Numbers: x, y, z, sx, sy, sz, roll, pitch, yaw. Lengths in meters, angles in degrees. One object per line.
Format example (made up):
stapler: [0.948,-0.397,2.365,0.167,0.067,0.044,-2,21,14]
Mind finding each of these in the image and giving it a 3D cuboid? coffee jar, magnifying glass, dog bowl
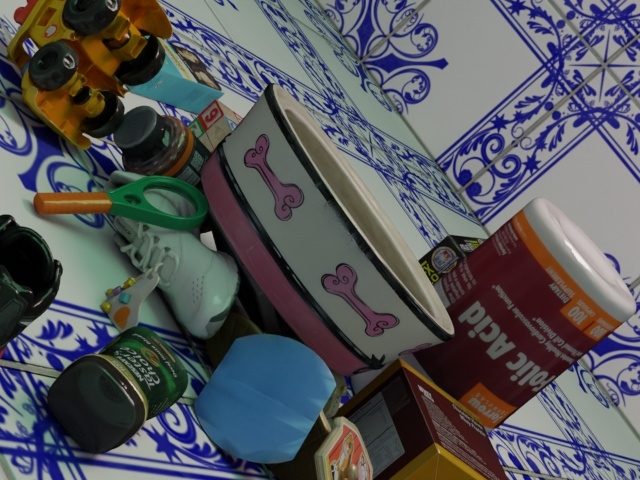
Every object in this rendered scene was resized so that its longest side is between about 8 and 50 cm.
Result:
coffee jar: [-0.205,0.151,1.562,0.096,0.079,0.184,49,15,1]
magnifying glass: [-0.240,-0.045,1.875,0.231,0.026,0.092,0,38,-38]
dog bowl: [0.000,0.000,2.011,0.408,0.150,0.408,53,9,-11]

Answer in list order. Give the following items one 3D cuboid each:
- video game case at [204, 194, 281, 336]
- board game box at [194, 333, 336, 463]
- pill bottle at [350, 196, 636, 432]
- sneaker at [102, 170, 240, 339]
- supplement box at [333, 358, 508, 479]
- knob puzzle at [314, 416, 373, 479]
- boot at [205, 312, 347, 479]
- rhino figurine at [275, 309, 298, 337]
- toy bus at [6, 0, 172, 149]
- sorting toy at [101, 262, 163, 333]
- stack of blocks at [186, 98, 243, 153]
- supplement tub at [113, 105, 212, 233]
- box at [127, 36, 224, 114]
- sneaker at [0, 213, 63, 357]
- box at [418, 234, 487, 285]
video game case: [-0.102,0.051,2.048,0.173,0.022,0.190,58,-12,31]
board game box: [-0.066,0.189,1.797,0.133,0.169,0.033,26,-33,10]
pill bottle: [0.246,0.141,2.258,0.224,0.392,0.224,44,16,-15]
sneaker: [-0.196,0.018,1.927,0.129,0.111,0.297,21,22,-37]
supplement box: [0.143,0.300,2.079,0.191,0.129,0.194,38,18,-35]
knob puzzle: [0.042,0.297,1.790,0.213,0.030,0.213,-6,90,-74]
boot: [-0.019,0.213,1.920,0.262,0.095,0.203,53,14,26]
rhino figurine: [-0.026,0.095,2.229,0.106,0.073,0.243,50,13,-4]
toy bus: [-0.343,-0.257,2.057,0.211,0.220,0.149,22,-17,36]
sorting toy: [-0.211,0.058,1.784,0.045,0.075,0.083,45,15,-14]
stack of blocks: [-0.081,-0.086,2.499,0.297,0.087,0.171,32,22,-47]
supplement tub: [-0.201,-0.101,2.103,0.198,0.106,0.106,49,10,-45]
box: [-0.257,-0.279,2.536,0.100,0.060,0.244,53,16,18]
sneaker: [-0.304,0.030,1.478,0.097,0.135,0.276,42,14,-15]
box: [0.191,0.082,2.599,0.060,0.216,0.270,54,16,14]
